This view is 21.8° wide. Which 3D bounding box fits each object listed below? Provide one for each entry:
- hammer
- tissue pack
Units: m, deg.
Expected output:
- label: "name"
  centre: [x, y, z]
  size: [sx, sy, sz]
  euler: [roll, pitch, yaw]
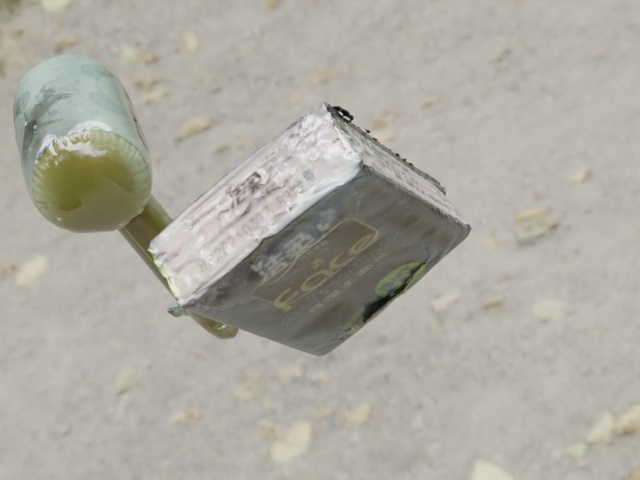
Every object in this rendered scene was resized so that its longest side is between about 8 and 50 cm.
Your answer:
- label: "hammer"
  centre: [-0.162, -0.019, 1.508]
  size: [0.113, 0.305, 0.202]
  euler: [-31, 33, 7]
- label: "tissue pack"
  centre: [0.000, 0.000, 1.248]
  size: [0.173, 0.235, 0.073]
  euler: [-38, 65, 12]
